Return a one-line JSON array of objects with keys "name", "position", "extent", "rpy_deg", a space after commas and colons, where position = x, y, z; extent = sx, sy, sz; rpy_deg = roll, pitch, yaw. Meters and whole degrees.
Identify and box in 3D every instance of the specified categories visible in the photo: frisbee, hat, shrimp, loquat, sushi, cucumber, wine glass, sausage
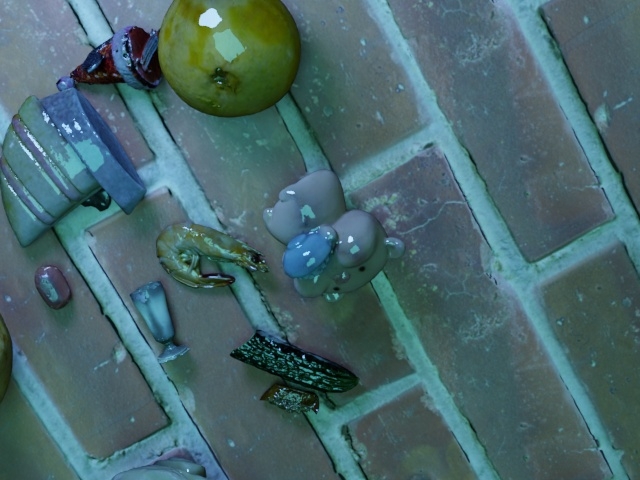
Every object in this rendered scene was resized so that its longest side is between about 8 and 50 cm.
[{"name": "frisbee", "position": [-0.547, -0.106, 1.813], "extent": [0.211, 0.012, 0.187], "rpy_deg": [-27, 99, 5]}, {"name": "hat", "position": [-0.409, -0.337, 1.737], "extent": [0.228, 0.129, 0.140], "rpy_deg": [-13, 59, 19]}, {"name": "shrimp", "position": [-0.219, 0.042, 1.821], "extent": [0.236, 0.053, 0.132], "rpy_deg": [15, 98, 0]}, {"name": "loquat", "position": [-0.166, -0.352, 1.662], "extent": [0.263, 0.263, 0.263], "rpy_deg": [0, 101, 0]}, {"name": "sushi", "position": [-0.063, 0.330, 1.878], "extent": [0.120, 0.052, 0.055], "rpy_deg": [15, 85, -5]}, {"name": "cucumber", "position": [-0.051, 0.255, 1.851], "extent": [0.265, 0.077, 0.077], "rpy_deg": [25, 100, -5]}, {"name": "wine glass", "position": [-0.325, 0.164, 1.835], "extent": [0.072, 0.072, 0.155], "rpy_deg": [-20, 101, 3]}, {"name": "sausage", "position": [-0.541, 0.094, 1.829], "extent": [0.059, 0.054, 0.094], "rpy_deg": [-25, 100, 5]}]

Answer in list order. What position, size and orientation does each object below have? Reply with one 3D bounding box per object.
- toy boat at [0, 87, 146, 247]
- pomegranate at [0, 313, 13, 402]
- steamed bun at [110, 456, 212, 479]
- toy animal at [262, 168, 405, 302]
[{"name": "toy boat", "position": [-0.507, -0.148, 1.747], "extent": [0.294, 0.111, 0.276], "rpy_deg": [-17, 100, 6]}, {"name": "pomegranate", "position": [-0.758, 0.243, 1.716], "extent": [0.343, 0.342, 0.342], "rpy_deg": [0, 101, 0]}, {"name": "steamed bun", "position": [-0.297, 0.557, 1.827], "extent": [0.347, 0.237, 0.394], "rpy_deg": [-37, 130, 28]}, {"name": "toy animal", "position": [0.006, -0.010, 1.753], "extent": [0.210, 0.230, 0.221], "rpy_deg": [-41, 55, 34]}]
